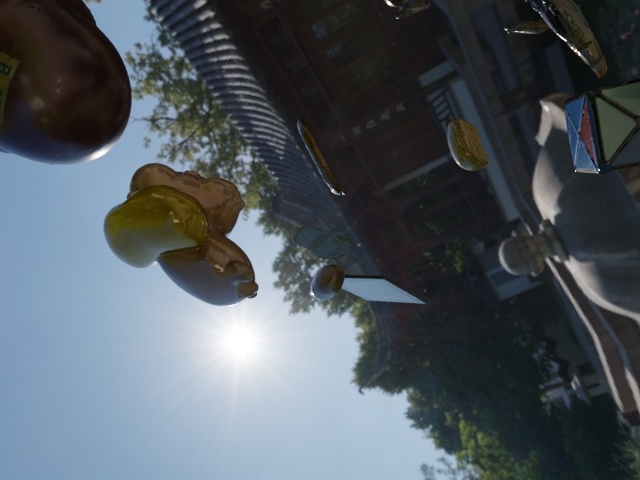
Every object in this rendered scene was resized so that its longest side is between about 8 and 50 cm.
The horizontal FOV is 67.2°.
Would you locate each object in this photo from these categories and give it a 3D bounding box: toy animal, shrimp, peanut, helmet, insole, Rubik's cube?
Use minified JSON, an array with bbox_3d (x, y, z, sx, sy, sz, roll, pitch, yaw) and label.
[{"bbox_3d":[-0.246,-0.043,0.983,0.345,0.277,0.246,27,-127,-2],"label":"toy animal"},{"bbox_3d":[0.588,-0.510,1.131,0.289,0.075,0.178,51,-148,7],"label":"shrimp"},{"bbox_3d":[0.695,-0.718,1.565,0.034,0.124,0.178,48,169,-35],"label":"shrimp"},{"bbox_3d":[0.017,0.100,1.163,0.076,0.076,0.152,68,160,12],"label":"peanut"},{"bbox_3d":[-0.524,-0.308,1.007,0.230,0.384,0.337,32,-163,13],"label":"helmet"},{"bbox_3d":[0.000,0.000,1.549,0.007,0.109,0.322,48,165,-31],"label":"insole"},{"bbox_3d":[0.899,-0.339,1.430,0.248,0.250,0.246,-44,-58,-77],"label":"Rubik's cube"}]

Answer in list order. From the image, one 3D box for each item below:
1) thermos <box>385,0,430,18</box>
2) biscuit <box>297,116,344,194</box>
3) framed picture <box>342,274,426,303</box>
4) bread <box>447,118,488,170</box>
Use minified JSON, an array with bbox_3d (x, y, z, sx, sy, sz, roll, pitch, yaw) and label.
[{"bbox_3d":[0.162,-0.534,0.924,0.105,0.137,0.193,32,147,40],"label":"thermos"},{"bbox_3d":[-0.003,-0.246,1.439,0.261,0.037,0.262,61,-175,-9],"label":"biscuit"},{"bbox_3d":[0.193,0.176,1.728,0.347,0.265,0.016,29,-114,-48],"label":"framed picture"},{"bbox_3d":[0.536,-0.349,1.788,0.148,0.098,0.217,18,-129,-25],"label":"bread"}]
